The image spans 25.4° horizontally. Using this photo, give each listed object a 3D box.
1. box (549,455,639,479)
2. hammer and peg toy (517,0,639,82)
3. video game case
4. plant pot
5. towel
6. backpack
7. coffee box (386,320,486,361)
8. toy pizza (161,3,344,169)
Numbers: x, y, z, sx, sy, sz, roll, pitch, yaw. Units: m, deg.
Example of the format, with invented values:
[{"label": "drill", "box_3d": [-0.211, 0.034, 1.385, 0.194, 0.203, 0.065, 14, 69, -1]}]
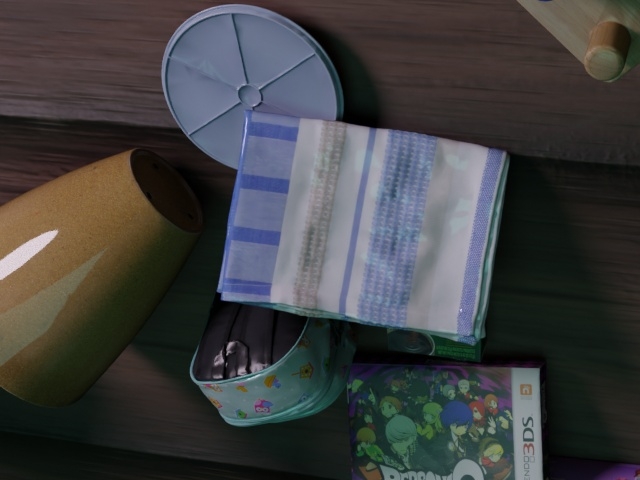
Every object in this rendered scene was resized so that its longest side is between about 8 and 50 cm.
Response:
[{"label": "box", "box_3d": [0.317, 0.354, 1.700, 0.293, 0.057, 0.201, 3, 123, 17]}, {"label": "hammer and peg toy", "box_3d": [0.211, -0.325, 1.221, 0.361, 0.127, 0.266, 40, 128, -11]}, {"label": "video game case", "box_3d": [0.148, 0.240, 1.643, 0.232, 0.042, 0.210, 0, 100, 19]}, {"label": "plant pot", "box_3d": [-0.258, 0.021, 1.580, 0.254, 0.237, 0.237, -37, 107, 20]}, {"label": "towel", "box_3d": [0.046, -0.014, 1.465, 0.285, 0.034, 0.209, 9, 95, -1]}, {"label": "backpack", "box_3d": [-0.051, 0.124, 1.584, 0.165, 0.188, 0.144, -13, 118, 25]}, {"label": "coffee box", "box_3d": [0.125, 0.046, 1.561, 0.113, 0.040, 0.184, 7, 125, 16]}, {"label": "toy pizza", "box_3d": [-0.070, -0.159, 1.492, 0.201, 0.032, 0.201, 10, 127, 14]}]
